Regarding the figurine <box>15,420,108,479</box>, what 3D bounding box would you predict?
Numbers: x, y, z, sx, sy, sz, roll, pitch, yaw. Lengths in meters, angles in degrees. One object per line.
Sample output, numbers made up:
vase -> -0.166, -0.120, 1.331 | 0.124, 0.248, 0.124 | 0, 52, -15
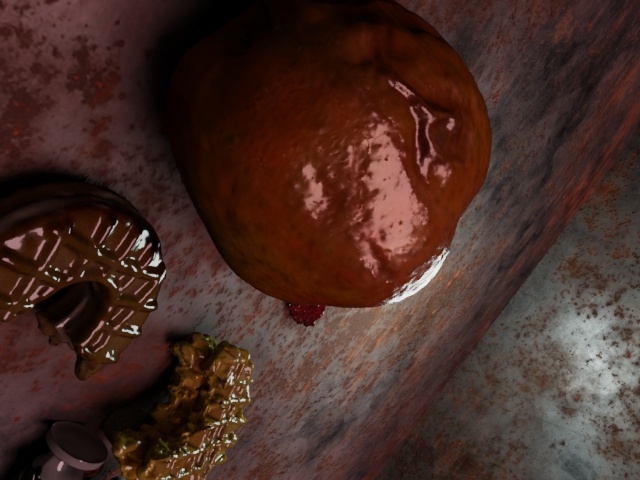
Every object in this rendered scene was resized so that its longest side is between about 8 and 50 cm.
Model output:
figurine -> -0.508, 0.467, 1.099 | 0.236, 0.133, 0.176 | -53, 150, -1

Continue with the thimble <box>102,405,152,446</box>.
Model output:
thimble -> -0.390, 0.389, 1.220 | 0.110, 0.062, 0.084 | 9, 115, -54

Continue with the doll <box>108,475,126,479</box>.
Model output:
doll -> -0.416, 0.549, 1.162 | 0.160, 0.365, 0.094 | -32, 99, -28

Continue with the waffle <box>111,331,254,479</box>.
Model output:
waffle -> -0.265, 0.355, 1.191 | 0.324, 0.151, 0.261 | -57, 155, -25

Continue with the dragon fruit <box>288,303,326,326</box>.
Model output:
dragon fruit -> -0.023, 0.157, 1.451 | 0.097, 0.063, 0.131 | -11, 139, 5

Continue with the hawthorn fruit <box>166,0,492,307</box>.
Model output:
hawthorn fruit -> 0.019, -0.139, 0.838 | 0.472, 0.472, 0.471 | -31, 144, -27

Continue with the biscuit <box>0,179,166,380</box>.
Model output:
biscuit -> -0.354, 0.054, 0.846 | 0.268, 0.115, 0.366 | -50, 155, -7
